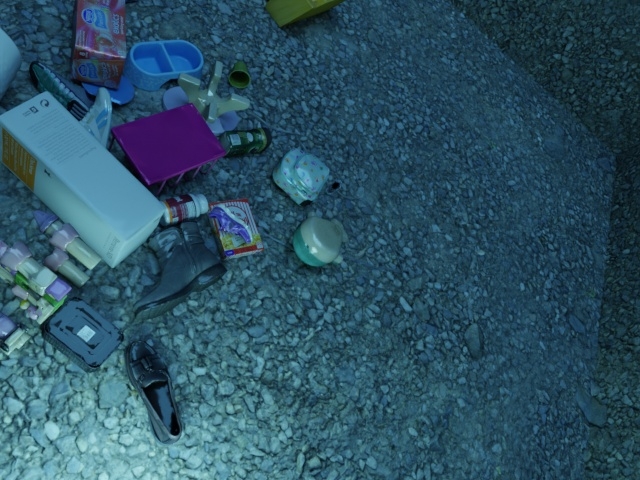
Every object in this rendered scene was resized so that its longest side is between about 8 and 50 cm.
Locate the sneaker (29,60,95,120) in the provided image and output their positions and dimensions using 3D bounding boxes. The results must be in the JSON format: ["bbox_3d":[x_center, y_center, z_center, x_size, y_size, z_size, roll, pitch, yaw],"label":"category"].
[{"bbox_3d":[-0.803,-0.475,1.679,0.224,0.083,0.098,46,33,-12],"label":"sneaker"}]

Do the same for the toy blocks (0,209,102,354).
[{"bbox_3d":[-0.756,0.084,1.313,0.260,0.288,0.309,44,56,-12],"label":"toy blocks"}]

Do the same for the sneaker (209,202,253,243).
[{"bbox_3d":[-0.293,-0.044,1.744,0.170,0.068,0.071,40,69,1],"label":"sneaker"}]

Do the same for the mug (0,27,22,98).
[{"bbox_3d":[-1.044,-0.427,1.403,0.373,0.276,0.328,12,67,7],"label":"mug"}]

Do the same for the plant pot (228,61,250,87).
[{"bbox_3d":[-0.310,-0.644,2.051,0.083,0.083,0.079,16,50,-25],"label":"plant pot"}]

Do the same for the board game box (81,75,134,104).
[{"bbox_3d":[-0.703,-0.502,1.757,0.168,0.033,0.133,15,52,-28],"label":"board game box"}]

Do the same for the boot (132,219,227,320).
[{"bbox_3d":[-0.465,0.083,1.610,0.223,0.118,0.338,54,42,4],"label":"boot"}]

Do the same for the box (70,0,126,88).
[{"bbox_3d":[-0.721,-0.659,1.729,0.154,0.142,0.300,6,55,-29],"label":"box"}]

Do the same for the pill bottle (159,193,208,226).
[{"bbox_3d":[-0.443,-0.102,1.710,0.152,0.086,0.086,-20,80,-37],"label":"pill bottle"}]

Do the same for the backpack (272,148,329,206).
[{"bbox_3d":[-0.073,-0.243,1.969,0.188,0.144,0.166,37,60,-9],"label":"backpack"}]

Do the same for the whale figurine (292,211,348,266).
[{"bbox_3d":[0.000,0.000,1.930,0.216,0.141,0.272,57,28,2],"label":"whale figurine"}]

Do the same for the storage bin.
[{"bbox_3d":[-0.636,0.254,1.430,0.180,0.084,0.122,42,53,-8],"label":"storage bin"}]

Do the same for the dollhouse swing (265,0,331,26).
[{"bbox_3d":[-0.071,-1.135,2.298,0.346,0.315,0.305,-36,110,-37],"label":"dollhouse swing"}]

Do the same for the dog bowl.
[{"bbox_3d":[-0.549,-0.629,1.893,0.297,0.074,0.166,-21,81,-36],"label":"dog bowl"}]

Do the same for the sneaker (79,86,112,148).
[{"bbox_3d":[-0.694,-0.360,1.633,0.092,0.087,0.229,9,89,-27],"label":"sneaker"}]

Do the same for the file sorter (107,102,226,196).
[{"bbox_3d":[-0.496,-0.269,1.693,0.290,0.182,0.202,-32,86,-38],"label":"file sorter"}]

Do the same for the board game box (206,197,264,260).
[{"bbox_3d":[-0.290,-0.040,1.801,0.146,0.045,0.194,-13,76,-35],"label":"board game box"}]

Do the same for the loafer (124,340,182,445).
[{"bbox_3d":[-0.447,0.410,1.467,0.109,0.095,0.303,-17,79,-36],"label":"loafer"}]

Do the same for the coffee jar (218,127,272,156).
[{"bbox_3d":[-0.269,-0.358,1.928,0.184,0.096,0.079,-14,79,-36],"label":"coffee jar"}]

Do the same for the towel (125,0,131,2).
[{"bbox_3d":[-0.721,-0.894,1.936,0.119,0.029,0.067,-34,89,-37],"label":"towel"}]

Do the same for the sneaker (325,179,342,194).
[{"bbox_3d":[0.067,-0.218,2.087,0.038,0.069,0.098,47,53,-6],"label":"sneaker"}]

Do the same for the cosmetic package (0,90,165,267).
[{"bbox_3d":[-0.676,-0.161,1.505,0.453,0.230,0.161,45,54,-6],"label":"cosmetic package"}]

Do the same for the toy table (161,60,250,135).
[{"bbox_3d":[-0.397,-0.485,1.868,0.274,0.161,0.252,4,67,-31],"label":"toy table"}]
